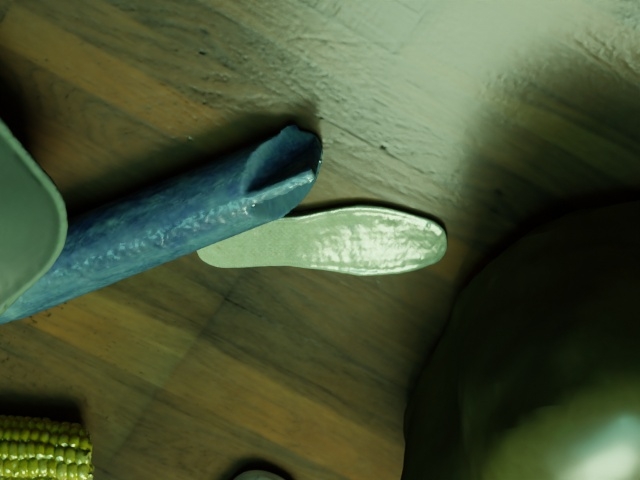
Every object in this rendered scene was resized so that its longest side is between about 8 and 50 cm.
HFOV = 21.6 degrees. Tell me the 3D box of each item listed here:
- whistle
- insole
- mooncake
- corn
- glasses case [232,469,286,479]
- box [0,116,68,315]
[{"bbox_3d":[-0.137,-0.004,1.245,0.304,0.062,0.062,-21,120,16],"label":"whistle"},{"bbox_3d":[0.000,0.000,1.270,0.192,0.010,0.063,-2,124,4],"label":"insole"},{"bbox_3d":[0.280,0.197,1.238,0.467,0.262,0.467,0,123,0],"label":"mooncake"},{"bbox_3d":[-0.304,0.178,1.365,0.248,0.081,0.081,2,124,1],"label":"corn"},{"bbox_3d":[-0.079,0.256,1.426,0.063,0.041,0.164,32,120,-17],"label":"glasses case"},{"bbox_3d":[-0.424,-0.025,1.117,0.396,0.111,0.396,-42,114,-6],"label":"box"}]
